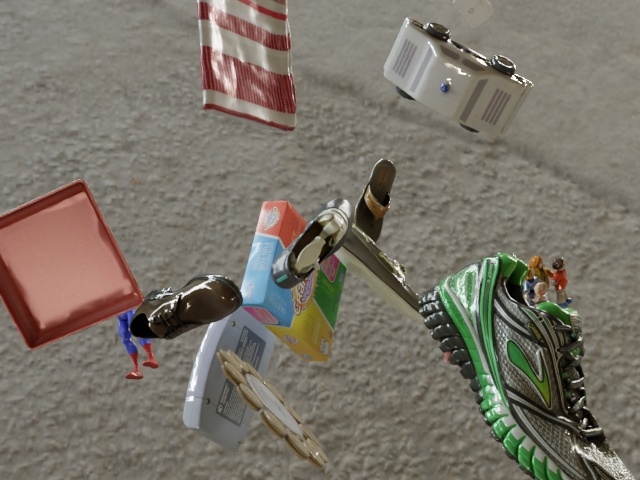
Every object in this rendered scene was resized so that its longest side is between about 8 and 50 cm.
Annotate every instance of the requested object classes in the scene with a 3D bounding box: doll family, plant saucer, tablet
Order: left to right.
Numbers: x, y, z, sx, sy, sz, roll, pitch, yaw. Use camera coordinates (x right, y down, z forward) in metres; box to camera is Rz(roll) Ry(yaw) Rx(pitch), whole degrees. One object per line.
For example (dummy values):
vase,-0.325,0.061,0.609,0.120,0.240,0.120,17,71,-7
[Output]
plant saucer,-0.488,0.045,1.539,0.259,0.258,0.048,-23,10,10
tablet,0.287,-0.435,1.530,0.083,0.054,0.006,38,17,-40
doll family,0.589,0.133,2.228,0.118,0.163,0.263,-3,19,33

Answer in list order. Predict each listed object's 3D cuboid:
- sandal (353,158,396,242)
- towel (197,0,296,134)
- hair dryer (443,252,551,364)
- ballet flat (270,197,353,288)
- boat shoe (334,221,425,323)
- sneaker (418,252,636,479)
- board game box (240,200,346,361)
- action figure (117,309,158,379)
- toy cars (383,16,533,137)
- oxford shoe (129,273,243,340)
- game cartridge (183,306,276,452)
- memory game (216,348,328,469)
sandal,0.145,-0.099,2.030,0.090,0.060,0.219,27,78,-26
towel,-0.136,-0.379,1.535,0.037,0.329,0.237,-11,-12,38
hair dryer,0.408,0.193,1.954,0.293,0.223,0.080,-37,25,1
ballet flat,0.000,0.000,1.318,0.074,0.074,0.203,30,59,22
boat shoe,0.148,0.074,1.945,0.305,0.109,0.091,41,76,2
sneaker,0.246,0.152,0.916,0.134,0.146,0.343,27,27,-53
board game box,-0.053,0.096,1.793,0.064,0.316,0.242,-2,61,27
action figure,-0.468,0.171,1.884,0.139,0.091,0.280,28,34,-52
toy cars,0.120,-0.290,1.013,0.176,0.394,0.087,-17,17,31
oxford shoe,-0.210,0.115,1.267,0.083,0.227,0.096,55,40,-17
game cartridge,-0.196,0.287,1.783,0.062,0.198,0.297,-2,59,35
memory game,-0.057,0.197,0.964,0.012,0.186,0.186,-43,55,-1
